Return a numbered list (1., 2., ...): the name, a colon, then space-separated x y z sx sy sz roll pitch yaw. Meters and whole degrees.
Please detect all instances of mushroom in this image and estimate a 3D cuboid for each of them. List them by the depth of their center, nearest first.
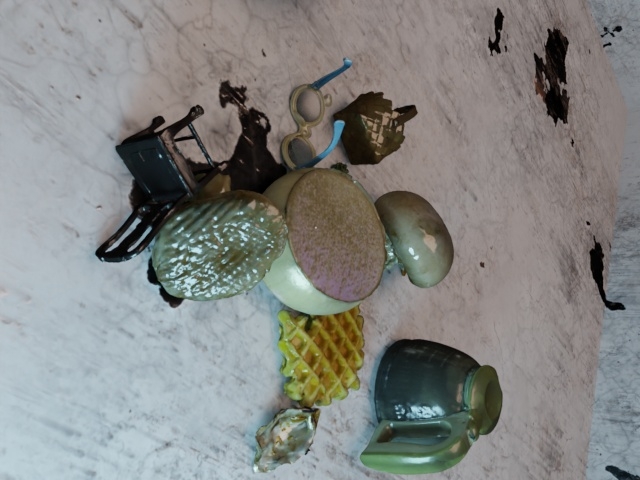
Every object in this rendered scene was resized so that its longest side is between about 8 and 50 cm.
1. mushroom: 0.187 0.003 1.318 0.178 0.226 0.226 -37 122 0

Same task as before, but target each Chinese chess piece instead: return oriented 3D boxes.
1. Chinese chess piece: 0.000 0.000 1.104 0.270 0.112 0.269 19 62 -39

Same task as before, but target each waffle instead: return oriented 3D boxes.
1. waffle: 0.013 0.188 1.185 0.250 0.056 0.261 -1 85 -50

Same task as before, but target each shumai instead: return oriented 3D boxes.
1. shumai: -0.157 -0.011 0.943 0.161 0.210 0.153 51 7 -28

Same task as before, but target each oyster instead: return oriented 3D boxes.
1. oyster: -0.060 0.342 1.082 0.148 0.051 0.103 -13 102 -30

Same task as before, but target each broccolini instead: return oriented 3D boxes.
1. broccolini: 0.032 -0.094 1.260 0.035 0.030 0.139 17 78 -39

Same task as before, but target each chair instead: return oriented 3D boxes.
1. chair: -0.244 -0.083 0.865 0.229 0.106 0.113 -52 125 -40

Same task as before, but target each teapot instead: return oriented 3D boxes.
1. teapot: 0.242 0.337 1.299 0.322 0.240 0.239 -1 86 -49

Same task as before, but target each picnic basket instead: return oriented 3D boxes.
1. picnic basket: 0.127 -0.253 1.304 0.179 0.128 0.137 -34 116 -28

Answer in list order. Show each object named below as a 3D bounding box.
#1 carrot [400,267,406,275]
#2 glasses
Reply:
1. carrot: 0.204 0.014 1.447 0.035 0.035 0.142 19 79 -48
2. glasses: -0.011 -0.235 1.106 0.088 0.220 0.189 12 75 -9
